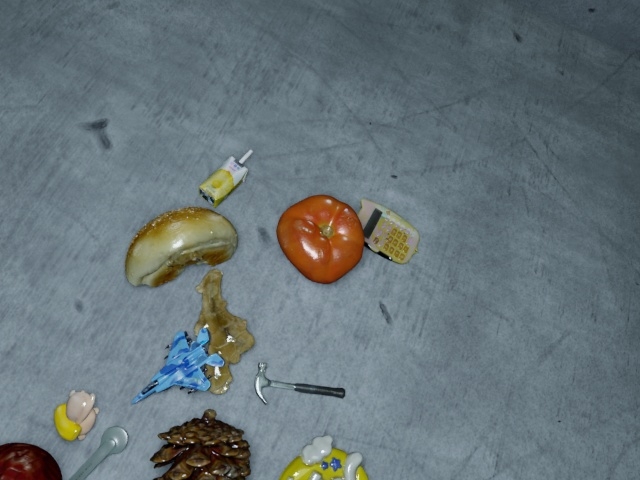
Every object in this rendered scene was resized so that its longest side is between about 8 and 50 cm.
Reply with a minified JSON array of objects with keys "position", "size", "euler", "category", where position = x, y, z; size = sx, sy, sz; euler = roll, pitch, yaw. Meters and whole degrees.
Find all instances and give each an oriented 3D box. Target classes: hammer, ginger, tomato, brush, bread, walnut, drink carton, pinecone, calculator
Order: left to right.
[{"position":[-0.655,0.529,0.941],"size":[0.244,0.269,0.221],"euler":[-34,79,-25],"category":"walnut"},{"position":[-0.556,0.544,1.093],"size":[0.062,0.027,0.266],"euler":[41,70,7],"category":"brush"},{"position":[-0.376,0.001,1.259],"size":[0.314,0.192,0.171],"euler":[-23,76,-20],"category":"bread"},{"position":[-0.267,0.518,1.064],"size":[0.224,0.224,0.272],"euler":[3,85,-11],"category":"pinecone"},{"position":[-0.264,0.228,1.258],"size":[0.148,0.081,0.333],"euler":[-20,70,2],"category":"ginger"},{"position":[-0.275,-0.195,1.426],"size":[0.084,0.074,0.200],"euler":[39,64,4],"category":"drink carton"},{"position":[-0.054,0.397,1.260],"size":[0.247,0.029,0.103],"euler":[13,66,-9],"category":"hammer"},{"position":[0.003,-0.002,1.351],"size":[0.260,0.180,0.259],"euler":[5,68,-13],"category":"tomato"},{"position":[0.202,-0.022,1.486],"size":[0.237,0.033,0.157],"euler":[32,64,-1],"category":"calculator"}]

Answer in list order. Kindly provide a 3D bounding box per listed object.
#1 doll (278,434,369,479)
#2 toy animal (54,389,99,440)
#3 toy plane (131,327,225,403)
[{"position":[0.018,0.614,1.140],"size":[0.237,0.111,0.252],"euler":[40,57,4],"category":"doll"},{"position":[-0.570,0.409,1.120],"size":[0.091,0.082,0.114],"euler":[11,77,27],"category":"toy animal"},{"position":[-0.362,0.332,1.177],"size":[0.246,0.078,0.169],"euler":[-39,66,5],"category":"toy plane"}]
